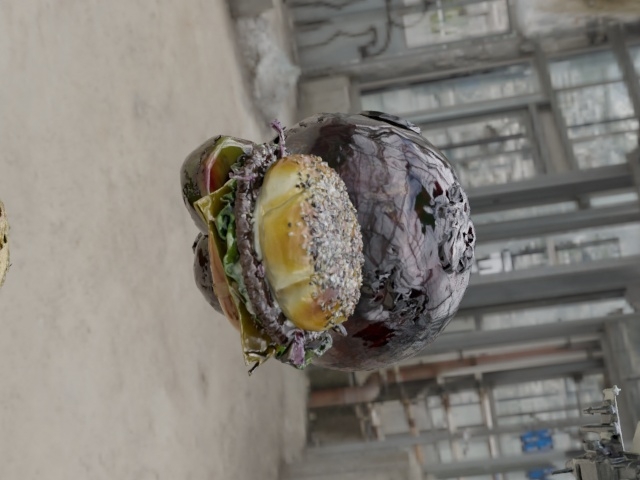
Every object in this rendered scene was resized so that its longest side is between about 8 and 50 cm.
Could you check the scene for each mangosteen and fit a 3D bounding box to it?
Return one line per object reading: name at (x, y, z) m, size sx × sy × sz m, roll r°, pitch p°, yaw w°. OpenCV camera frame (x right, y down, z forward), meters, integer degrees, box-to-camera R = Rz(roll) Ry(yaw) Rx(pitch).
mangosteen at (0.015, -0.018, 1.433) m, size 0.381 × 0.421 × 0.381 m, roll -44°, pitch 148°, yaw -36°

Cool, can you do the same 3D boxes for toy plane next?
toy plane at (0.271, 0.223, 0.966) m, size 0.234 × 0.082 × 0.160 m, roll 147°, pitch -63°, yaw -67°

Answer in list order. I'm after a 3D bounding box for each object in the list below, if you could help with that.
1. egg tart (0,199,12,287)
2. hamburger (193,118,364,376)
egg tart at (-0.566, -0.006, 1.436) m, size 0.297 × 0.132 × 0.297 m, roll 44°, pitch 37°, yaw -47°
hamburger at (-0.020, 0.011, 0.775) m, size 0.164 × 0.093 × 0.189 m, roll -62°, pitch 141°, yaw -54°
